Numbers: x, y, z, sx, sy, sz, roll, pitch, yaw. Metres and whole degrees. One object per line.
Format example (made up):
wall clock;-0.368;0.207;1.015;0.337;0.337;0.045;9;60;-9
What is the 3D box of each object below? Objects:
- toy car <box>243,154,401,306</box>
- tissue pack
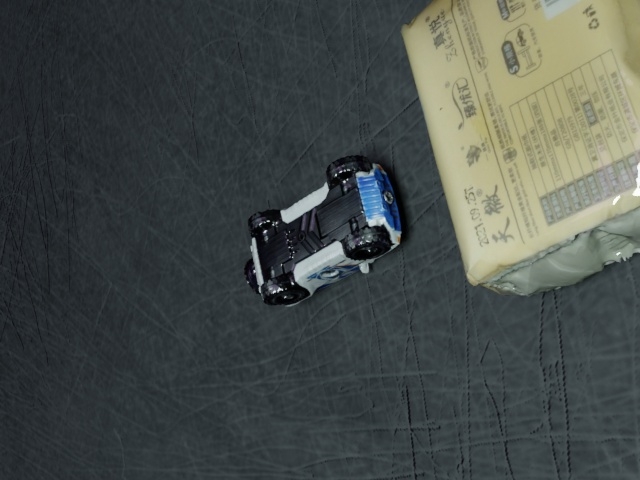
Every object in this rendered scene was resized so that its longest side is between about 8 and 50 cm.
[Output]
toy car;0.000;0.000;0.842;0.171;0.070;0.080;-32;62;38
tissue pack;0.161;-0.090;0.667;0.186;0.090;0.222;-32;63;38
